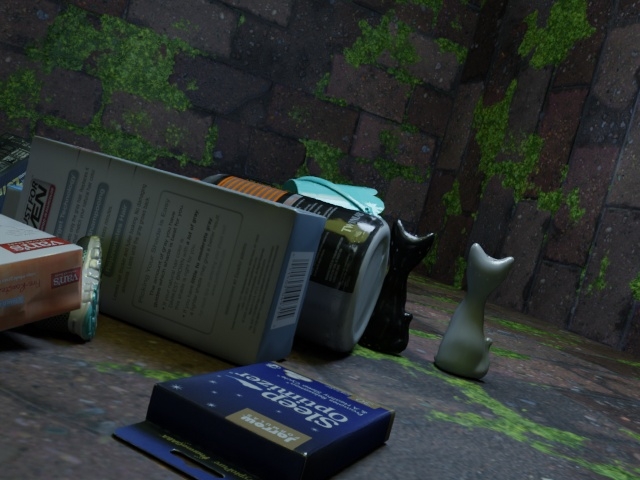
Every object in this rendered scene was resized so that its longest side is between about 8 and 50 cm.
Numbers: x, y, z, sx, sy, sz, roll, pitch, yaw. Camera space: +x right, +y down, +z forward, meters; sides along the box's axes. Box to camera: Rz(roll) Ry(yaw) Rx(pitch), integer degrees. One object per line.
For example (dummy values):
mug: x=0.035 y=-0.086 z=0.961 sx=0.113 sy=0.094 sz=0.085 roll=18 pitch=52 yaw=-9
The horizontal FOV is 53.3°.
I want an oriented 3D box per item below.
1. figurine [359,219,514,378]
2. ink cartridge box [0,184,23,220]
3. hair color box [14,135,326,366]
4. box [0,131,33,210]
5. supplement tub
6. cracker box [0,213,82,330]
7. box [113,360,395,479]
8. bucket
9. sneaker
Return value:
figurine: x=0.188 y=0.092 z=1.030 sx=0.215 sy=0.209 sz=0.092 roll=16 pitch=3 yaw=9
ink cartridge box: x=-0.447 y=-0.030 z=1.001 sx=0.062 sy=0.104 sz=0.181 roll=15 pitch=3 yaw=-11
hair color box: x=-0.201 y=0.007 z=0.798 sx=0.375 sy=0.185 sz=0.114 roll=17 pitch=3 yaw=18
box: x=-0.621 y=-0.123 z=1.212 sx=0.233 sy=0.183 sz=0.059 roll=17 pitch=-39 yaw=45
supplement tub: x=-0.082 y=0.022 z=0.956 sx=0.338 sy=0.207 sz=0.207 roll=17 pitch=3 yaw=16
cracker box: x=-0.356 y=0.018 z=0.587 sx=0.232 sy=0.067 sz=0.156 roll=18 pitch=18 yaw=30
box: x=-0.039 y=0.145 z=0.517 sx=0.137 sy=0.036 sz=0.225 roll=17 pitch=4 yaw=25
bucket: x=0.000 y=0.000 z=1.365 sx=0.183 sy=0.281 sz=0.281 roll=10 pitch=4 yaw=-19
sneaker: x=-0.275 y=0.042 z=0.683 sx=0.076 sy=0.065 sz=0.166 roll=3 pitch=25 yaw=-16
